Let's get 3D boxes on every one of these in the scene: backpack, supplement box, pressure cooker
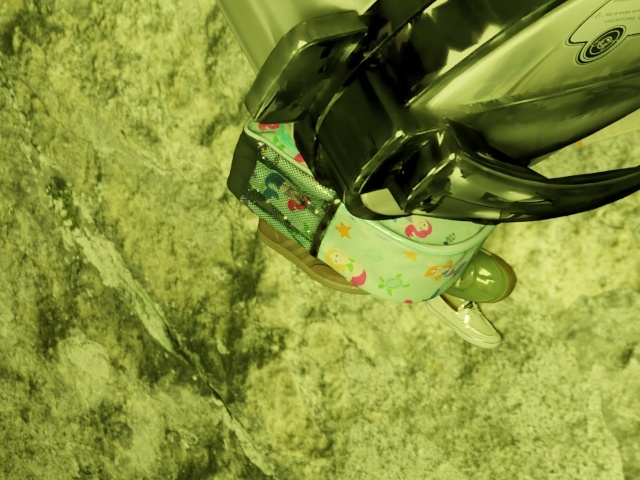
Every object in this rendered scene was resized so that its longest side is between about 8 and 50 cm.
[{"bbox_3d":[0.065,-0.070,0.934,0.253,0.225,0.191,40,136,9],"label":"backpack"},{"bbox_3d":[0.285,-0.122,0.846,0.098,0.062,0.036,-15,102,42],"label":"supplement box"},{"bbox_3d":[0.113,-0.209,0.690,0.370,0.375,0.420,-29,75,8],"label":"pressure cooker"}]

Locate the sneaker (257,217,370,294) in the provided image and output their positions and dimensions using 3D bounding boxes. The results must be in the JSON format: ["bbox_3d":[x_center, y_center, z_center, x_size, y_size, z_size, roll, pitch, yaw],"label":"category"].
[{"bbox_3d":[0.000,0.000,1.124,0.188,0.066,0.071,27,125,23],"label":"sneaker"}]

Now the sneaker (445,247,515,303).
[{"bbox_3d":[0.114,0.027,1.031,0.192,0.086,0.064,24,111,26],"label":"sneaker"}]

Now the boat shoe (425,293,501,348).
[{"bbox_3d":[0.167,0.085,1.064,0.100,0.035,0.035,37,133,25],"label":"boat shoe"}]
